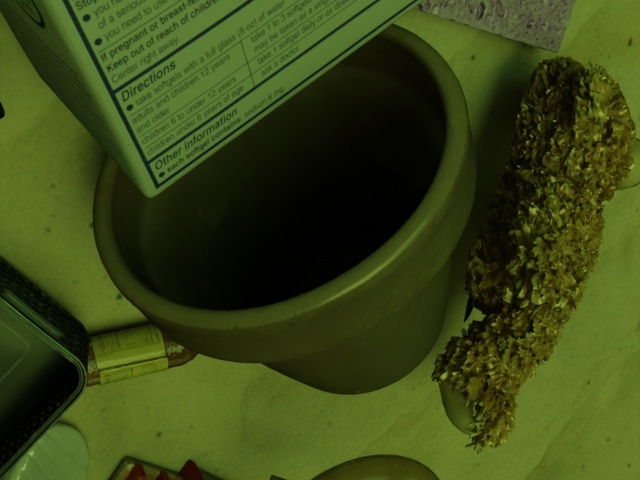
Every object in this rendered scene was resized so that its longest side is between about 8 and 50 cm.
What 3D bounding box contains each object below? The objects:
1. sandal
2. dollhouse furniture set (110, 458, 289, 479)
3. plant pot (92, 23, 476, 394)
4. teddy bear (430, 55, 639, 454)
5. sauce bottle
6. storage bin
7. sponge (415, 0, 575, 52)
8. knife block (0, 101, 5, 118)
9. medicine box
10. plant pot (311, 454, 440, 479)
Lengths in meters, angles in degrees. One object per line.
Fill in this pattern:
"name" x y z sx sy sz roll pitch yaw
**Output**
"sandal" -0.275 0.275 0.786 0.102 0.076 0.265 31 77 -48
"dollhouse furniture set" -0.090 0.303 0.768 0.135 0.259 0.262 29 99 -36
"plant pot" 0.000 0.000 0.698 0.263 0.263 0.229 -37 143 -5
"teddy bear" 0.190 0.020 0.787 0.338 0.113 0.245 -66 161 -15
"sauce bottle" -0.136 0.090 0.774 0.128 0.042 0.042 -9 117 -22
"storage bin" -0.268 0.111 0.678 0.180 0.084 0.122 -46 109 2
"sponge" 0.127 -0.232 0.749 0.210 0.031 0.117 9 109 -28
"knife block" -0.310 -0.045 0.511 0.242 0.276 0.088 -11 122 13
"medicine box" -0.069 -0.218 0.515 0.263 0.149 0.289 -38 147 -15
"plant pot" 0.040 0.335 0.986 0.236 0.032 0.236 -11 119 -21
